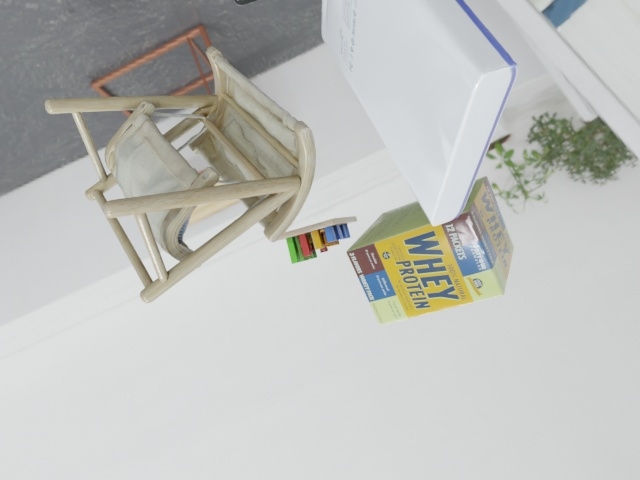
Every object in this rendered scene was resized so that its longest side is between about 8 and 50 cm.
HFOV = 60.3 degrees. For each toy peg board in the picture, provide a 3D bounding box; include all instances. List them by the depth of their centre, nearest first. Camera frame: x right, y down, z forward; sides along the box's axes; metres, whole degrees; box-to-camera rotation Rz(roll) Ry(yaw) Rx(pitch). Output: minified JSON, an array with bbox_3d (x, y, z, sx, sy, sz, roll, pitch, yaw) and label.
[{"bbox_3d":[0.000,0.000,1.351,0.160,0.079,0.161,-15,179,22],"label":"toy peg board"}]

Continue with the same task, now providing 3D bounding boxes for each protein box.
[{"bbox_3d":[0.185,0.014,0.891,0.201,0.136,0.200,-20,-169,29],"label":"protein box"}]

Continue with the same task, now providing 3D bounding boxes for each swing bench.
[{"bbox_3d":[-0.173,-0.100,0.718,0.254,0.253,0.165,-26,140,-21],"label":"swing bench"}]

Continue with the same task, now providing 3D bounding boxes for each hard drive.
[{"bbox_3d":[0.077,-0.200,0.580,0.040,0.319,0.210,-18,150,-11],"label":"hard drive"}]

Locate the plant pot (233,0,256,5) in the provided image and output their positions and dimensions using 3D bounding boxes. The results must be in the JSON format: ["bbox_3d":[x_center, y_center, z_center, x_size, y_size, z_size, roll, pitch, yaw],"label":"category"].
[{"bbox_3d":[-0.095,-0.469,0.833,0.187,0.167,0.188,-15,145,6],"label":"plant pot"}]
